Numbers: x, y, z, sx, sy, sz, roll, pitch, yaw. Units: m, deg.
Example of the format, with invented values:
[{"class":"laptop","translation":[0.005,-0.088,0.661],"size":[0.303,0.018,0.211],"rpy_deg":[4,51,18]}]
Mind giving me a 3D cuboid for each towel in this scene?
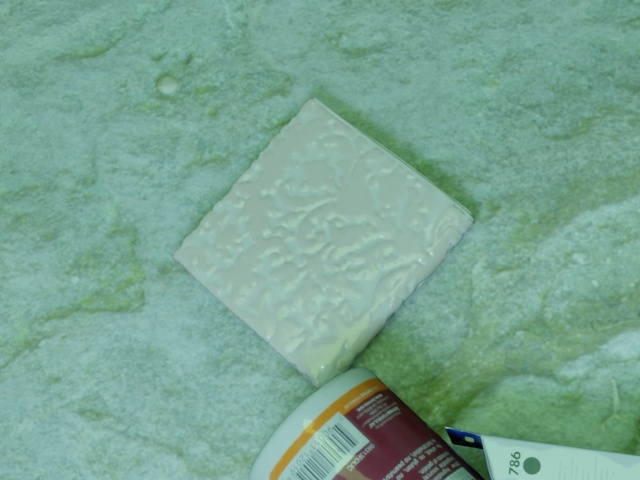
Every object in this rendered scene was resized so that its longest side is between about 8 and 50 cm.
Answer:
[{"class":"towel","translation":[0.000,0.000,1.697],"size":[0.317,0.053,0.332],"rpy_deg":[39,82,20]}]

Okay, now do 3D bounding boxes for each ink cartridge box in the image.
[{"class":"ink cartridge box","translation":[0.321,0.296,1.480],"size":[0.333,0.165,0.065],"rpy_deg":[7,75,14]}]

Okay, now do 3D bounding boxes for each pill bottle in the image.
[{"class":"pill bottle","translation":[0.117,0.365,1.465],"size":[0.224,0.224,0.392],"rpy_deg":[-45,70,-5]}]
